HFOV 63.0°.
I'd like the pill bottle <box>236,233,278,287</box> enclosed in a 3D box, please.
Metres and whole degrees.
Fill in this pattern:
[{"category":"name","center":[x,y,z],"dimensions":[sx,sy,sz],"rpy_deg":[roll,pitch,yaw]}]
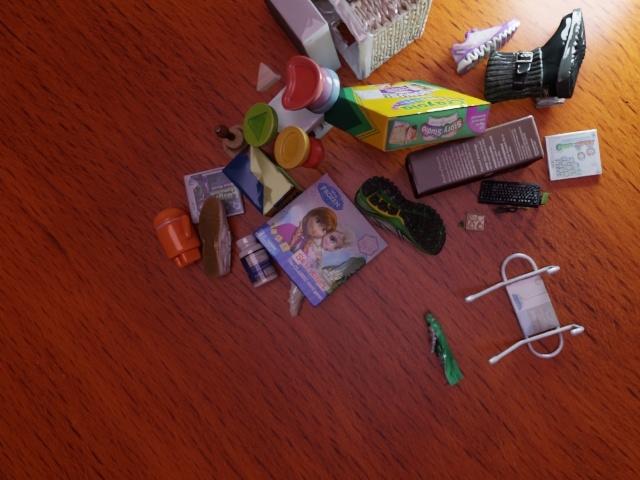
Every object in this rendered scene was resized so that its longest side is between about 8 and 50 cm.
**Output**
[{"category":"pill bottle","center":[-0.218,0.067,1.761],"dimensions":[0.094,0.094,0.169],"rpy_deg":[-27,86,7]}]

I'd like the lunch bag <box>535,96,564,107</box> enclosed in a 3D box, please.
[{"category":"lunch bag","center":[0.726,-0.462,1.654],"dimensions":[0.083,0.053,0.071],"rpy_deg":[-5,87,17]}]

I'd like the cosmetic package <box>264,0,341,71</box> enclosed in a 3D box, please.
[{"category":"cosmetic package","center":[-0.071,-0.673,1.596],"dimensions":[0.097,0.377,0.284],"rpy_deg":[-34,87,7]}]

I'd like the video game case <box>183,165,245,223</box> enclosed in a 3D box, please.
[{"category":"video game case","center":[-0.370,-0.160,1.817],"dimensions":[0.190,0.022,0.173],"rpy_deg":[-12,89,7]}]

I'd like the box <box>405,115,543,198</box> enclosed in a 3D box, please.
[{"category":"box","center":[0.464,-0.250,1.620],"dimensions":[0.381,0.191,0.143],"rpy_deg":[-15,88,8]}]

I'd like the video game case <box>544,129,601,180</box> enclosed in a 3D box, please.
[{"category":"video game case","center":[0.802,-0.270,1.661],"dimensions":[0.157,0.019,0.143],"rpy_deg":[-7,90,7]}]

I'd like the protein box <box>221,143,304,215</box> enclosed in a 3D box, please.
[{"category":"protein box","center":[-0.181,-0.190,1.701],"dimensions":[0.136,0.201,0.200],"rpy_deg":[-44,85,6]}]

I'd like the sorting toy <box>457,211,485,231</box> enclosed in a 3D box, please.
[{"category":"sorting toy","center":[0.492,-0.062,1.706],"dimensions":[0.083,0.012,0.062],"rpy_deg":[5,96,4]}]

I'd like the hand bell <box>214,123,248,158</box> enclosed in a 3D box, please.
[{"category":"hand bell","center":[-0.297,-0.341,1.696],"dimensions":[0.126,0.242,0.126],"rpy_deg":[0,90,8]}]

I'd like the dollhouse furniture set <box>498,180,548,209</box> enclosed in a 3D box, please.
[{"category":"dollhouse furniture set","center":[0.636,-0.141,1.663],"dimensions":[0.152,0.058,0.076],"rpy_deg":[13,92,7]}]

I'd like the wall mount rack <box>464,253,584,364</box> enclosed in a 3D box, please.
[{"category":"wall mount rack","center":[0.625,0.227,1.631],"dimensions":[0.304,0.130,0.350],"rpy_deg":[-21,87,7]}]

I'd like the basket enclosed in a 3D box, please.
[{"category":"basket","center":[0.138,-0.735,1.594],"dimensions":[0.266,0.331,0.328],"rpy_deg":[-34,86,4]}]

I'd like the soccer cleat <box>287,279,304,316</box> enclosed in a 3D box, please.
[{"category":"soccer cleat","center":[-0.069,0.161,1.757],"dimensions":[0.076,0.068,0.196],"rpy_deg":[4,88,5]}]

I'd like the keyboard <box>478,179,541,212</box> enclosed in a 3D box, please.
[{"category":"keyboard","center":[0.596,-0.136,1.655],"dimensions":[0.180,0.023,0.108],"rpy_deg":[8,82,27]}]

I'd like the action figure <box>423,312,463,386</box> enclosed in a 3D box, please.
[{"category":"action figure","center":[0.385,0.345,1.682],"dimensions":[0.063,0.137,0.232],"rpy_deg":[-21,79,20]}]

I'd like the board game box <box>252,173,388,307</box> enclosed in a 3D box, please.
[{"category":"board game box","center":[0.000,0.000,1.718],"dimensions":[0.318,0.066,0.318],"rpy_deg":[-40,86,-6]}]

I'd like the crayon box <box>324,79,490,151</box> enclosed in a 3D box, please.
[{"category":"crayon box","center":[0.244,-0.374,1.517],"dimensions":[0.363,0.313,0.106],"rpy_deg":[-15,122,-27]}]

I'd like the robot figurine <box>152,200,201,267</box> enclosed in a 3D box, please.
[{"category":"robot figurine","center":[-0.488,-0.020,1.781],"dimensions":[0.128,0.158,0.219],"rpy_deg":[-27,86,-10]}]

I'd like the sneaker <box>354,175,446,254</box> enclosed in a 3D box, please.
[{"category":"sneaker","center":[0.261,-0.075,1.690],"dimensions":[0.343,0.146,0.134],"rpy_deg":[39,70,-8]}]

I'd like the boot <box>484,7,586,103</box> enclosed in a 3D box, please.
[{"category":"boot","center":[0.666,-0.576,1.625],"dimensions":[0.260,0.131,0.348],"rpy_deg":[8,60,35]}]

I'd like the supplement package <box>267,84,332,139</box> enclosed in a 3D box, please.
[{"category":"supplement package","center":[-0.056,-0.405,1.683],"dimensions":[0.194,0.203,0.149],"rpy_deg":[-44,85,6]}]

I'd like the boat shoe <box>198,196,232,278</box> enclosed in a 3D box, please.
[{"category":"boat shoe","center":[-0.348,-0.012,1.781],"dimensions":[0.098,0.096,0.277],"rpy_deg":[6,99,31]}]

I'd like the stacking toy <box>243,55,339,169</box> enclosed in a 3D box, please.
[{"category":"stacking toy","center":[-0.077,-0.374,1.540],"dimensions":[0.279,0.130,0.309],"rpy_deg":[25,104,38]}]

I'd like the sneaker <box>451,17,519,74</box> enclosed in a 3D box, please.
[{"category":"sneaker","center":[0.517,-0.641,1.665],"dimensions":[0.236,0.095,0.104],"rpy_deg":[-34,78,7]}]
